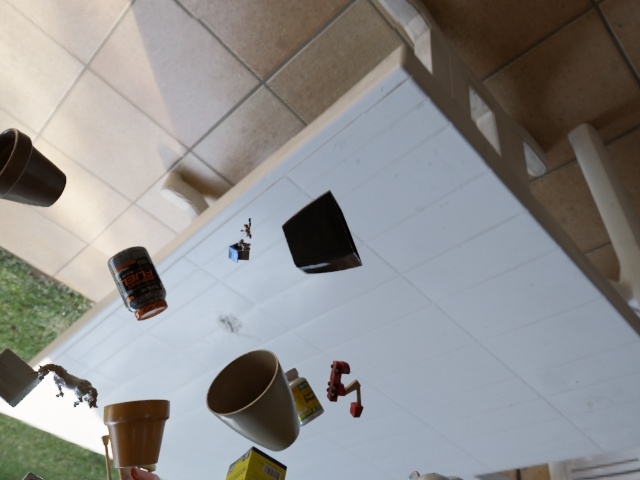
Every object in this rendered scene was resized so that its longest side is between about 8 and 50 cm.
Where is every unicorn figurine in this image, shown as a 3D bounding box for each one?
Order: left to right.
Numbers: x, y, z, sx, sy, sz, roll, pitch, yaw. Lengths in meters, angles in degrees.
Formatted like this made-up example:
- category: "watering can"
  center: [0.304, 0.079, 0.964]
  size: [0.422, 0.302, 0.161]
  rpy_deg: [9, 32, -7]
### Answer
- category: "unicorn figurine"
  center: [-0.588, 0.332, 1.160]
  size: [0.161, 0.060, 0.111]
  rpy_deg: [15, 130, -12]

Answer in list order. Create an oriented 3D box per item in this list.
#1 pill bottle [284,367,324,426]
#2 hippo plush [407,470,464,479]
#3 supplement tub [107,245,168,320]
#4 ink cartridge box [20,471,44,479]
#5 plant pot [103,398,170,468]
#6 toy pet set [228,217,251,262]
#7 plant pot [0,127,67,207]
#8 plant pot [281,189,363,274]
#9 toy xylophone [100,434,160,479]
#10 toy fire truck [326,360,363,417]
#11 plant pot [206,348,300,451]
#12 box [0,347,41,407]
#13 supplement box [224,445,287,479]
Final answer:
- category: "pill bottle"
  center: [-0.083, 0.620, 2.000]
  size: [0.208, 0.117, 0.117]
  rpy_deg: [57, 136, 18]
- category: "hippo plush"
  center: [0.247, 0.659, 1.153]
  size: [0.294, 0.237, 0.234]
  rpy_deg: [18, 154, -36]
- category: "supplement tub"
  center: [-0.508, 0.121, 1.409]
  size: [0.117, 0.117, 0.190]
  rpy_deg: [-39, 75, 39]
- category: "ink cartridge box"
  center: [-0.680, 0.656, 1.163]
  size: [0.145, 0.179, 0.045]
  rpy_deg: [42, 119, -13]
- category: "plant pot"
  center: [-0.585, 0.619, 1.601]
  size: [0.205, 0.188, 0.205]
  rpy_deg: [-7, 158, -3]
- category: "toy pet set"
  center: [-0.252, 0.002, 1.564]
  size: [0.065, 0.122, 0.114]
  rpy_deg: [4, 117, -11]
- category: "plant pot"
  center: [-1.047, -0.226, 1.780]
  size: [0.263, 0.263, 0.229]
  rpy_deg: [-17, 147, 27]
- category: "plant pot"
  center: [0.000, 0.000, 1.401]
  size: [0.166, 0.188, 0.187]
  rpy_deg: [-23, 162, 7]
- category: "toy xylophone"
  center: [-0.621, 0.751, 1.668]
  size: [0.081, 0.323, 0.236]
  rpy_deg: [-26, 152, -4]
- category: "toy fire truck"
  center: [0.093, 0.523, 1.773]
  size: [0.135, 0.192, 0.047]
  rpy_deg: [9, -177, -16]
- category: "plant pot"
  center: [-0.182, 0.536, 1.605]
  size: [0.256, 0.256, 0.274]
  rpy_deg: [-16, 119, 26]
- category: "box"
  center: [-0.733, 0.326, 1.186]
  size: [0.101, 0.087, 0.102]
  rpy_deg: [41, 148, -2]
- category: "supplement box"
  center: [-0.290, 1.068, 2.036]
  size: [0.195, 0.357, 0.194]
  rpy_deg: [37, 116, -14]
